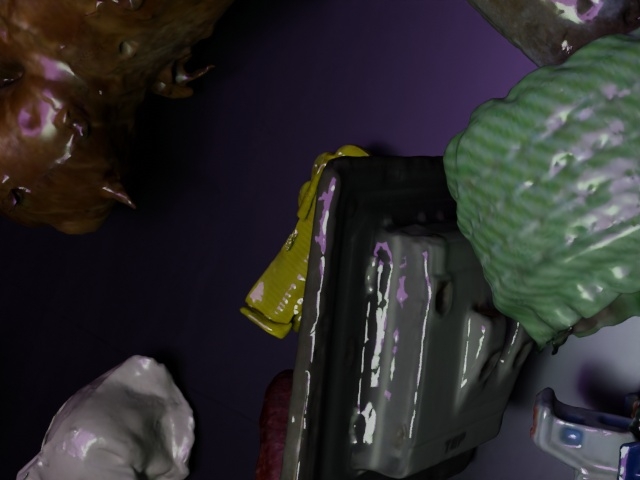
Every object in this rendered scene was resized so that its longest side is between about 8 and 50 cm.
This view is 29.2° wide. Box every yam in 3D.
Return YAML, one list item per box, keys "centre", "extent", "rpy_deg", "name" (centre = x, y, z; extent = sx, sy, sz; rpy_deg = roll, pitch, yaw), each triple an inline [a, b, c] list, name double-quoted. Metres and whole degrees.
- centre: [0.121, -0.236, 0.875]
  extent: [0.133, 0.133, 0.330]
  rpy_deg: [-44, 78, 24]
  name: "yam"

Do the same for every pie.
- centre: [-0.004, 0.201, 0.933]
  extent: [0.054, 0.219, 0.204]
  rpy_deg: [-8, 103, 7]
  name: "pie"

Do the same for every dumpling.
- centre: [-0.184, 0.192, 1.091]
  extent: [0.127, 0.108, 0.188]
  rpy_deg: [38, 95, -5]
  name: "dumpling"

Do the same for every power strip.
- centre: [0.076, 0.071, 0.845]
  extent: [0.092, 0.257, 0.251]
  rpy_deg: [19, 104, 30]
  name: "power strip"

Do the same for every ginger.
- centre: [-0.178, -0.158, 1.008]
  extent: [0.418, 0.176, 0.254]
  rpy_deg: [-36, 78, 33]
  name: "ginger"

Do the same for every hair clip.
- centre: [0.000, 0.000, 0.999]
  extent: [0.072, 0.046, 0.173]
  rpy_deg: [34, 111, 18]
  name: "hair clip"

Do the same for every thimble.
- centre: [0.195, -0.033, 0.761]
  extent: [0.219, 0.219, 0.150]
  rpy_deg: [-29, 75, 27]
  name: "thimble"

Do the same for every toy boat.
- centre: [0.203, 0.186, 0.866]
  extent: [0.115, 0.114, 0.262]
  rpy_deg: [5, 106, 16]
  name: "toy boat"
